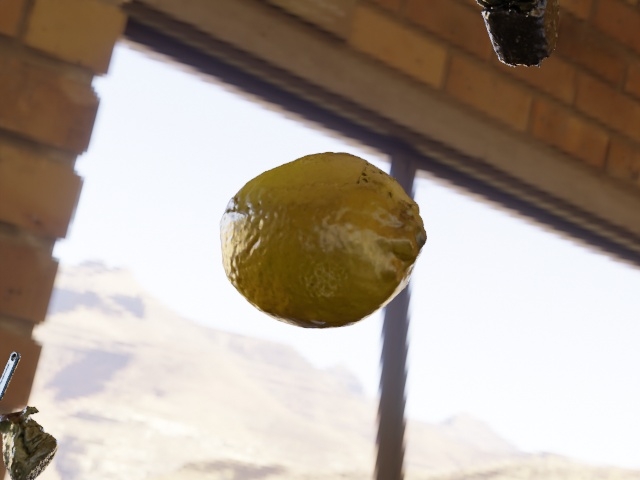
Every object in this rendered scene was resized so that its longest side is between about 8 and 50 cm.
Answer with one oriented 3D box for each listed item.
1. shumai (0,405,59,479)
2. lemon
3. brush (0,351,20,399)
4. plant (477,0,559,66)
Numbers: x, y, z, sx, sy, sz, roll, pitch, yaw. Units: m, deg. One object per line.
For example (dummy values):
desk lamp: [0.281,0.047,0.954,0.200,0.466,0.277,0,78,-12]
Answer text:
shumai: [-0.353,0.238,1.592,0.080,0.082,0.083,36,29,7]
lemon: [0.000,0.000,1.553,0.260,0.204,0.204,-3,-16,27]
brush: [-0.513,0.253,2.156,0.051,0.164,0.014,19,-6,44]
plant: [0.220,-0.265,1.495,0.094,0.092,0.143,11,-45,37]
